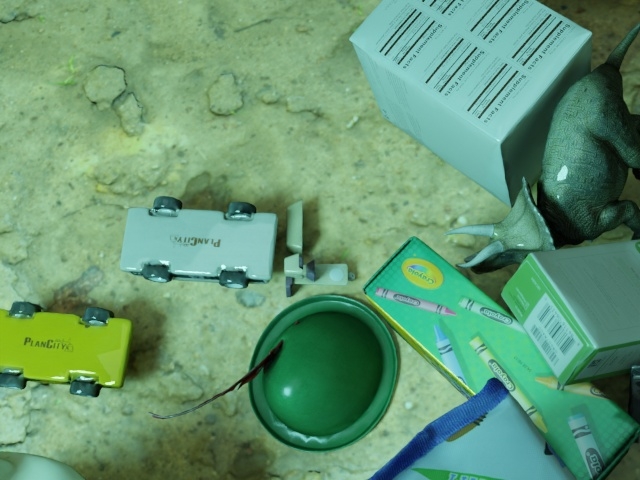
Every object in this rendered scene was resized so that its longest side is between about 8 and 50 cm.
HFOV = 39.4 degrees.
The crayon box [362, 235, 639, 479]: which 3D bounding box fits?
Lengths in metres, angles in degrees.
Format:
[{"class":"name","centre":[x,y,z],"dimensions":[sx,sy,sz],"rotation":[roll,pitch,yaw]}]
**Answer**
[{"class":"crayon box","centre":[0.179,0.130,0.894],"dimensions":[0.081,0.165,0.278],"rotation":[-46,66,-3]}]

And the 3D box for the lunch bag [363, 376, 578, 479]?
[{"class":"lunch bag","centre":[0.115,0.357,0.722],"dimensions":[0.239,0.385,0.328],"rotation":[-25,65,-21]}]

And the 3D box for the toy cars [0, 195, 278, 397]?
[{"class":"toy cars","centre":[-0.222,0.072,1.074],"dimensions":[0.394,0.087,0.176],"rotation":[-36,71,-2]}]

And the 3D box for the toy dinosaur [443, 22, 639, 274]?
[{"class":"toy dinosaur","centre":[0.271,-0.081,0.885],"dimensions":[0.121,0.160,0.313],"rotation":[29,93,49]}]

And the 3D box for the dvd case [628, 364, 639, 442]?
[{"class":"dvd case","centre":[0.401,0.147,0.828],"dimensions":[0.221,0.164,0.018],"rotation":[-6,56,13]}]

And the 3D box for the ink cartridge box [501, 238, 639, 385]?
[{"class":"ink cartridge box","centre":[0.286,0.060,0.833],"dimensions":[0.209,0.062,0.109],"rotation":[-6,50,-29]}]

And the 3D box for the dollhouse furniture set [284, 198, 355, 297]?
[{"class":"dollhouse furniture set","centre":[0.000,0.000,1.042],"dimensions":[0.081,0.091,0.114],"rotation":[0,68,-1]}]

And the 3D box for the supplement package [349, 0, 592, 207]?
[{"class":"supplement package","centre":[0.171,-0.177,0.985],"dimensions":[0.203,0.194,0.149],"rotation":[39,86,23]}]

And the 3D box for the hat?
[{"class":"hat","centre":[-0.026,0.135,0.939],"dimensions":[0.173,0.183,0.208],"rotation":[22,79,21]}]

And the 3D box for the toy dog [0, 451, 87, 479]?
[{"class":"toy dog","centre":[-0.255,0.420,0.805],"dimensions":[0.285,0.395,0.408],"rotation":[2,63,7]}]
